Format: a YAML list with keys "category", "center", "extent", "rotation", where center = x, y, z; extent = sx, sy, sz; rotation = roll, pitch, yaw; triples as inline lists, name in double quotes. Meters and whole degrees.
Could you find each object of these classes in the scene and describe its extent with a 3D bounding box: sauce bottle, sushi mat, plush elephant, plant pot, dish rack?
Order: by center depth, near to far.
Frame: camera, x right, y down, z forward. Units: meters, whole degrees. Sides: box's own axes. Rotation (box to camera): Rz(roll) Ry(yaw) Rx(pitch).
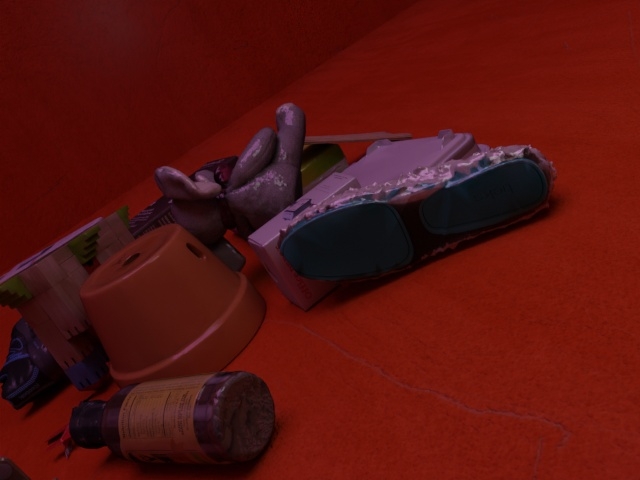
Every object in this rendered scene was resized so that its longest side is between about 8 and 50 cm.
- category: "sauce bottle"
  center: [-0.213, 0.240, 0.839]
  extent: [0.344, 0.111, 0.111]
  rotation: [-15, 26, 39]
- category: "plant pot"
  center: [-0.268, 0.108, 1.079]
  extent: [0.291, 0.203, 0.291]
  rotation: [-27, 22, 12]
- category: "plush elephant"
  center: [-0.165, -0.075, 1.206]
  extent: [0.255, 0.272, 0.330]
  rotation: [2, 38, 6]
- category: "dish rack"
  center: [0.132, -0.126, 1.237]
  extent: [0.285, 0.072, 0.333]
  rotation: [-41, 22, -22]
- category: "sushi mat"
  center: [0.045, -0.237, 1.457]
  extent: [0.317, 0.019, 0.151]
  rotation: [-7, 12, -22]

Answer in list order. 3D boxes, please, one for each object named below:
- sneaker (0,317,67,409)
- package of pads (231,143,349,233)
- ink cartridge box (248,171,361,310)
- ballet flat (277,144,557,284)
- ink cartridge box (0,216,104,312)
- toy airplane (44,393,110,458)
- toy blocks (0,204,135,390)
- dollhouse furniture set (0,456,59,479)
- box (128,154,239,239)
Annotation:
- category: "sneaker"
  center: [-0.653, 0.263, 1.382]
  extent: [0.139, 0.125, 0.341]
  rotation: [-46, 22, -21]
- category: "package of pads"
  center: [-0.097, -0.122, 1.504]
  extent: [0.296, 0.101, 0.229]
  rotation: [-36, 22, -14]
- category: "ink cartridge box"
  center: [0.000, 0.000, 1.035]
  extent: [0.191, 0.139, 0.082]
  rotation: [-38, 24, -15]
- category: "ballet flat"
  center: [0.141, -0.040, 0.944]
  extent: [0.409, 0.147, 0.147]
  rotation: [-16, 24, 13]
- category: "ink cartridge box"
  center: [-0.640, 0.119, 1.566]
  extent: [0.353, 0.207, 0.119]
  rotation: [-28, 20, 13]
- category: "toy airplane"
  center: [-0.421, 0.315, 1.072]
  extent: [0.151, 0.028, 0.151]
  rotation: [-29, 21, 12]
- category: "toy blocks"
  center: [-0.435, 0.117, 1.249]
  extent: [0.191, 0.261, 0.381]
  rotation: [-27, 14, 20]
- category: "dollhouse furniture set"
  center: [-0.414, 0.361, 0.822]
  extent: [0.144, 0.123, 0.151]
  rotation: [-39, 22, -17]
- category: "box"
  center: [-0.366, -0.068, 1.710]
  extent: [0.381, 0.143, 0.191]
  rotation: [-42, 23, -29]
